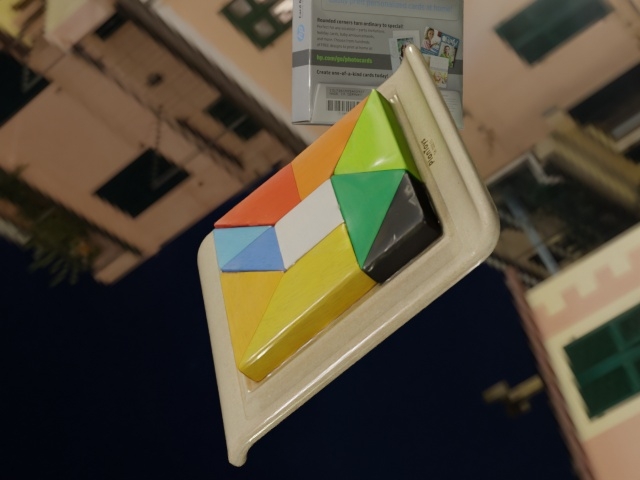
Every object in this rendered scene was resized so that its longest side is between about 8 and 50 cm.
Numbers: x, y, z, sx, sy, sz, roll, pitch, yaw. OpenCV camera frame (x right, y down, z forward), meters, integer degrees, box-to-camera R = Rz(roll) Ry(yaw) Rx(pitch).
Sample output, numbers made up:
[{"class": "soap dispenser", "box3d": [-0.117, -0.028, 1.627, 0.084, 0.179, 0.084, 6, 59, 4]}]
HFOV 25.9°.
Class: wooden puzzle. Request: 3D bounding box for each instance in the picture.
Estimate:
[{"class": "wooden puzzle", "box3d": [0.000, 0.000, 0.908, 0.044, 0.238, 0.221, 34, -158, -30]}]

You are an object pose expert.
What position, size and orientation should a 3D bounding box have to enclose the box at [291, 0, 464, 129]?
[{"class": "box", "box3d": [0.048, -0.183, 1.116, 0.145, 0.038, 0.186, -1, -87, -29]}]
